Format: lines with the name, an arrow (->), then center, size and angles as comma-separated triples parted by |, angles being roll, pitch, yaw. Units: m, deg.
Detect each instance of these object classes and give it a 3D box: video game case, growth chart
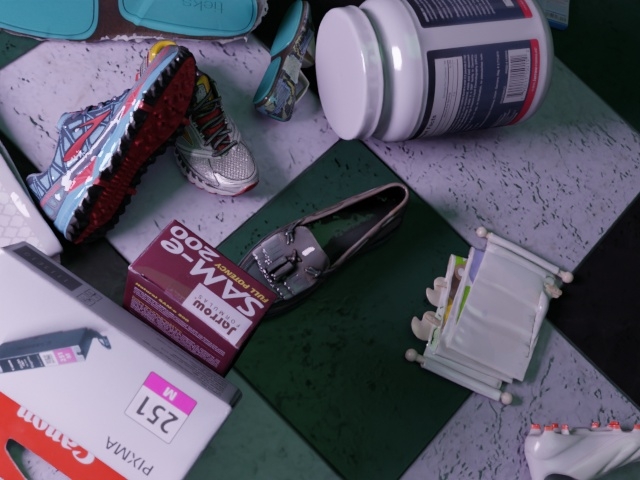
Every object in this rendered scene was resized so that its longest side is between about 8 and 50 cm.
video game case -> 0.340, -0.418, 1.378 | 0.119, 0.015, 0.166 | 14, 66, -9
growth chart -> 0.219, 0.092, 1.133 | 0.172, 0.021, 0.237 | 32, 64, 0

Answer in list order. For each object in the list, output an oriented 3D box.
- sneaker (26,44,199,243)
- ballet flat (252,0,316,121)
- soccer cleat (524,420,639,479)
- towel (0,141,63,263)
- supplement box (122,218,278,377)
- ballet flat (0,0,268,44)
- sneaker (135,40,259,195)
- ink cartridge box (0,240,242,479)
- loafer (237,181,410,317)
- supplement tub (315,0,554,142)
sneaker -> -0.251, -0.132, 1.013 | 0.125, 0.104, 0.262 | 36, 89, 18
ballet flat -> -0.039, -0.239, 1.182 | 0.070, 0.070, 0.188 | 22, 66, -6
soccer cleat -> 0.343, 0.265, 1.078 | 0.196, 0.068, 0.076 | 2, 83, -14
towel -> -0.498, -0.049, 0.953 | 0.317, 0.053, 0.332 | -28, 80, -29
supplement box -> -0.138, 0.084, 0.915 | 0.130, 0.239, 0.073 | 36, 63, 1
ballet flat -> -0.274, -0.331, 1.128 | 0.408, 0.147, 0.147 | 4, 68, -17
sneaker -> -0.156, -0.151, 1.088 | 0.088, 0.093, 0.225 | -35, 83, -26
ink cartridge box -> -0.256, 0.173, 0.873 | 0.275, 0.060, 0.239 | 34, 101, 0
loafer -> 0.000, 0.000, 1.074 | 0.267, 0.084, 0.096 | -32, 80, -24
supplement tub -> 0.149, -0.233, 1.151 | 0.272, 0.191, 0.191 | -10, 72, -19
